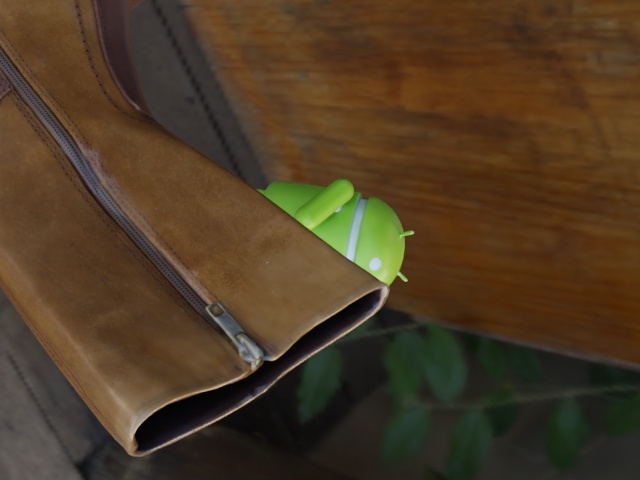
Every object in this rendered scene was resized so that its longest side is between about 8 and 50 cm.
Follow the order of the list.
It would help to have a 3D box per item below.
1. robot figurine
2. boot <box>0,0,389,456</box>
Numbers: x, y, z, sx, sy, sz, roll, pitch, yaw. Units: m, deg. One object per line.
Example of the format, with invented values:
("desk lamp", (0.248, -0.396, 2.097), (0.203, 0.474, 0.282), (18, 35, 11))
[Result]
("robot figurine", (0.000, 0.000, 0.990), (0.101, 0.115, 0.067), (92, 10, -48))
("boot", (-0.076, -0.059, 0.753), (0.264, 0.280, 0.096), (-32, 148, -38))
